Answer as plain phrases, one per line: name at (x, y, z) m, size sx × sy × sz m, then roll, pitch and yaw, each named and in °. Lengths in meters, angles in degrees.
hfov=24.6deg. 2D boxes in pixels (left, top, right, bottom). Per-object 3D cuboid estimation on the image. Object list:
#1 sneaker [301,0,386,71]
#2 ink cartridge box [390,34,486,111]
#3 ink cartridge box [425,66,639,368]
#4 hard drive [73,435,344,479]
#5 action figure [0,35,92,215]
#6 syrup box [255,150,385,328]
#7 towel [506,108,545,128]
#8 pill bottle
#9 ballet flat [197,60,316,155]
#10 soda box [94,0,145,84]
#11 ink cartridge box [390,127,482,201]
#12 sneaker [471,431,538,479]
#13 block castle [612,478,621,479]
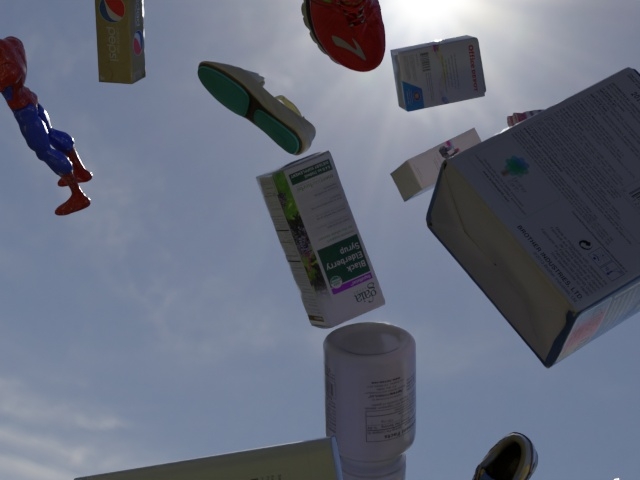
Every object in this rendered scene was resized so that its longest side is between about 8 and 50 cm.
sneaker at (0.029, -0.327, 1.931) m, size 0.107 × 0.118 × 0.279 m, roll -24°, pitch -51°, yaw -5°
ink cartridge box at (0.171, -0.243, 2.129) m, size 0.122 × 0.088 × 0.052 m, roll -12°, pitch 14°, yaw -8°
ink cartridge box at (0.378, -0.050, 1.929) m, size 0.270 × 0.395 × 0.151 m, roll 52°, pitch -25°, yaw 22°
hard drive at (-0.121, 0.359, 1.726) m, size 0.319 × 0.210 × 0.040 m, roll -11°, pitch -5°, yaw 11°
action figure at (-0.394, -0.147, 1.809) m, size 0.139 × 0.091 × 0.280 m, roll -14°, pitch -48°, yaw 4°
syrup box at (0.000, 0.000, 2.094) m, size 0.237 × 0.093 × 0.096 m, roll 69°, pitch -18°, yaw -6°
towel at (0.384, -0.132, 2.230) m, size 0.197 × 0.144 × 0.029 m, roll -6°, pitch -13°, yaw -22°
pill bottle at (0.070, 0.242, 2.077) m, size 0.131 × 0.131 × 0.229 m, roll 9°, pitch -67°, yaw 24°
ballet flat at (-0.108, -0.247, 2.617) m, size 0.248 × 0.086 × 0.086 m, roll 41°, pitch -23°, yaw 6°
soda box at (-0.320, -0.344, 2.345) m, size 0.061 × 0.058 × 0.181 m, roll 5°, pitch -71°, yaw 15°
ink cartridge box at (0.225, -0.141, 2.596) m, size 0.061 × 0.181 × 0.104 m, roll 63°, pitch -18°, yaw 3°
sneaker at (0.194, 0.311, 1.754) m, size 0.069 × 0.185 × 0.084 m, roll 26°, pitch -10°, yaw 22°
block castle at (0.480, 0.587, 2.329) m, size 0.213 × 0.303 × 0.453 m, roll 20°, pitch 10°, yaw 1°
